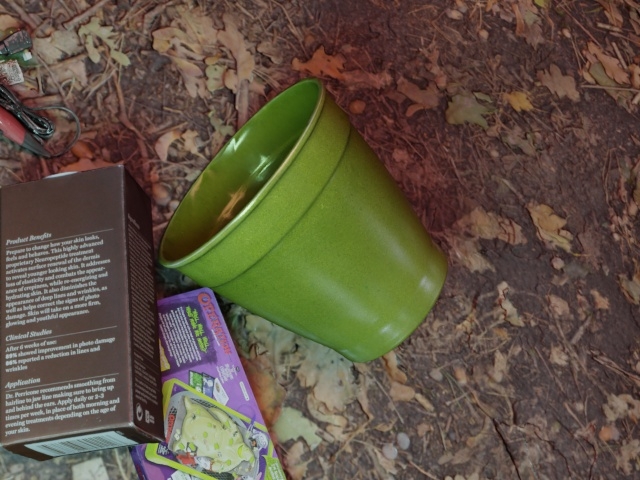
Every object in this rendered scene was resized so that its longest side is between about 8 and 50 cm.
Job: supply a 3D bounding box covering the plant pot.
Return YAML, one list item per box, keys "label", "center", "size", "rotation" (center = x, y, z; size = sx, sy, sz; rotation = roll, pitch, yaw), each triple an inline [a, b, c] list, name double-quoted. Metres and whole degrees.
- label: "plant pot"
  center: [0.000, 0.000, 1.652]
  size: [0.353, 0.366, 0.366]
  rotation: [41, 54, -19]

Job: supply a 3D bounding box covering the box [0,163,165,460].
- label: "box"
  center: [-0.336, 0.101, 1.482]
  size: [0.191, 0.143, 0.381]
  rotation: [-9, 69, 8]

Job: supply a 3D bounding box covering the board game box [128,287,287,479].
- label: "board game box"
  center: [-0.198, 0.253, 1.584]
  size: [0.208, 0.056, 0.347]
  rotation: [-15, 75, -28]

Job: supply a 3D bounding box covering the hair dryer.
- label: "hair dryer"
  center: [-0.520, -0.215, 1.606]
  size: [0.293, 0.080, 0.223]
  rotation: [-23, 79, -38]
